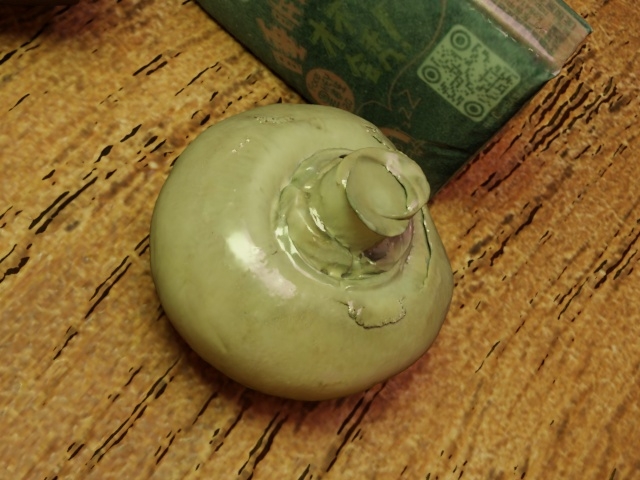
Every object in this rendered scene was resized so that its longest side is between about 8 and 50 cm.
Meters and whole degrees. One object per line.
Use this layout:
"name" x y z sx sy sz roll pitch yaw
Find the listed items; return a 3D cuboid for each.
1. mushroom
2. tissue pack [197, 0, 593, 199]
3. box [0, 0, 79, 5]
"mushroom" 0.000 0.000 0.748 0.246 0.202 0.246 17 59 -29
"tissue pack" 0.044 -0.203 0.852 0.315 0.228 0.103 41 56 0
"box" -0.260 -0.324 0.746 0.216 0.301 0.301 14 59 -31
